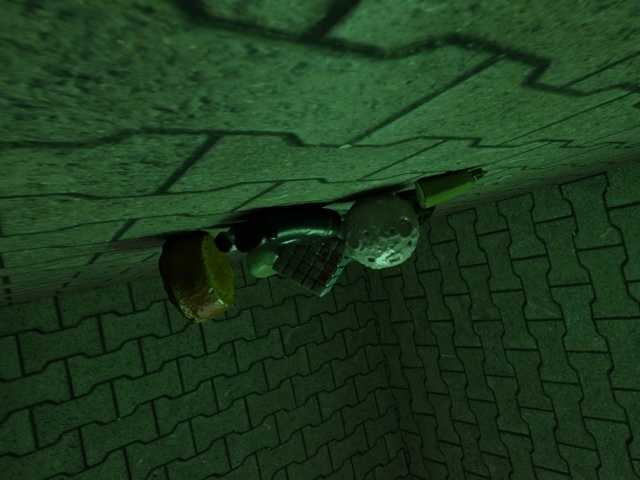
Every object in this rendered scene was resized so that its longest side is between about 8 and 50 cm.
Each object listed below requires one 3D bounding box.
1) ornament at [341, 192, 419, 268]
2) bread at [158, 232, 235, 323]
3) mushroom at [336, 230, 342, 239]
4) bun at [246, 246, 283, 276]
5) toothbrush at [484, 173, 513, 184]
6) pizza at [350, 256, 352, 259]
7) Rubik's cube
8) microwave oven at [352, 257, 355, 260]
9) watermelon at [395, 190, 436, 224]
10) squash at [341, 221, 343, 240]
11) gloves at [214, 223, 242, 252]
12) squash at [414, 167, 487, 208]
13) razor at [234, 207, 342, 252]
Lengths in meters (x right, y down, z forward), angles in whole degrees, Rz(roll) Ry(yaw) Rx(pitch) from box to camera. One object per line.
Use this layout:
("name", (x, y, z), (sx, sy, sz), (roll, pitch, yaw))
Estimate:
("ornament", (0.203, -0.035, 1.346), (0.259, 0.259, 0.225), (-11, -179, -33))
("bread", (-0.403, 0.113, 1.338), (0.172, 0.312, 0.312), (-22, 176, 3))
("mushroom", (0.000, 0.000, 1.899), (0.226, 0.178, 0.226), (-51, 173, -9))
("bun", (-0.224, 0.043, 1.873), (0.283, 0.179, 0.283), (-29, 166, -8))
("toothbrush", (0.744, -0.256, 1.699), (0.013, 0.011, 0.131), (15, 162, -32))
("pizza", (0.161, 0.016, 2.128), (0.075, 0.287, 0.280), (35, 155, -18))
("Rubik's cube", (-0.019, 0.067, 1.648), (0.237, 0.238, 0.237), (32, -175, 11))
("microwave oven", (0.209, 0.012, 2.453), (0.286, 0.218, 0.355), (-16, 175, 33))
("watermelon", (0.371, -0.137, 1.507), (0.145, 0.137, 0.193), (-13, 135, 21))
("squash", (0.067, -0.012, 2.121), (0.111, 0.203, 0.289), (28, 158, -29))
("gloves", (-0.251, -0.011, 1.359), (0.119, 0.097, 0.229), (0, -178, 32))
("squash", (0.414, -0.177, 1.272), (0.224, 0.094, 0.094), (-20, 176, 5))
("razor", (-0.099, -0.039, 1.292), (0.349, 0.113, 0.204), (-7, 173, -44))
